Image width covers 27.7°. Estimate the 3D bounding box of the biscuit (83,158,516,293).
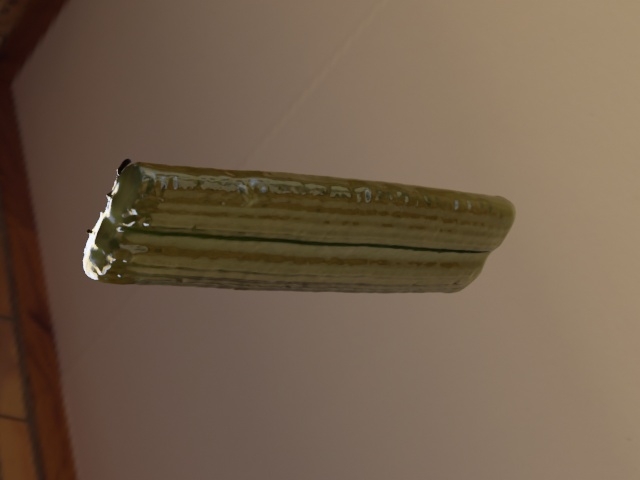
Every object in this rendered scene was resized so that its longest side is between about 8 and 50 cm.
[{"bbox_3d":[0.000,0.000,0.854,0.099,0.322,0.038,-55,-134,34],"label":"biscuit"}]
